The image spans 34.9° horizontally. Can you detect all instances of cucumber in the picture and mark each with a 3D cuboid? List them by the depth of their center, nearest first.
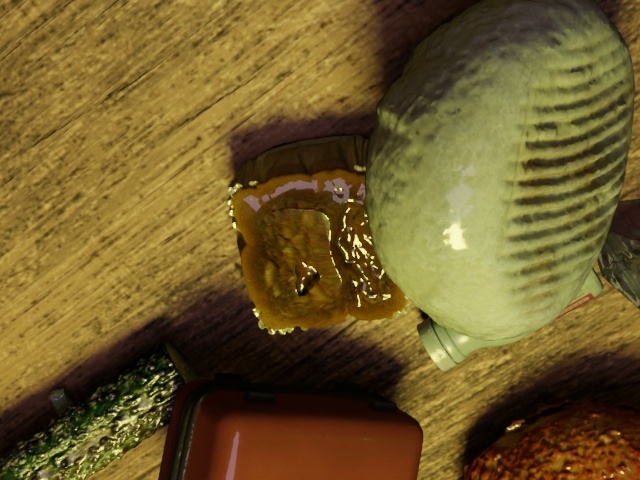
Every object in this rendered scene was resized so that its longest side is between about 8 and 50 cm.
[{"bbox_3d":[-0.311,0.255,1.262,0.359,0.096,0.096,-34,113,6],"label":"cucumber"}]

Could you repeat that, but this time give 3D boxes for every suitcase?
[{"bbox_3d":[-0.038,0.287,1.205,0.297,0.161,0.236,9,93,-33],"label":"suitcase"}]

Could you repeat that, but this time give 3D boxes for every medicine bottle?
[{"bbox_3d":[0.224,0.076,1.222,0.216,0.090,0.090,-32,113,13],"label":"medicine bottle"}]

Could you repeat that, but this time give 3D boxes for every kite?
[{"bbox_3d":[0.485,-0.019,1.146,0.360,0.204,0.022,-19,135,0],"label":"kite"}]

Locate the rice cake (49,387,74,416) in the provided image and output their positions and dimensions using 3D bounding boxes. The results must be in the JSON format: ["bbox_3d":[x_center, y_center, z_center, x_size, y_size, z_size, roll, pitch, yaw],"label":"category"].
[{"bbox_3d":[-0.315,0.241,1.318,0.022,0.021,0.121,-21,117,2],"label":"rice cake"}]

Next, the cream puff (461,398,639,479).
[{"bbox_3d":[0.343,0.368,1.274,0.350,0.229,0.350,6,129,8],"label":"cream puff"}]

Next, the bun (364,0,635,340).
[{"bbox_3d":[0.176,-0.082,1.039,0.362,0.211,0.362,-24,125,-39],"label":"bun"}]

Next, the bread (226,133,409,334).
[{"bbox_3d":[0.000,-0.001,1.165,0.192,0.110,0.210,-8,116,3],"label":"bread"}]
